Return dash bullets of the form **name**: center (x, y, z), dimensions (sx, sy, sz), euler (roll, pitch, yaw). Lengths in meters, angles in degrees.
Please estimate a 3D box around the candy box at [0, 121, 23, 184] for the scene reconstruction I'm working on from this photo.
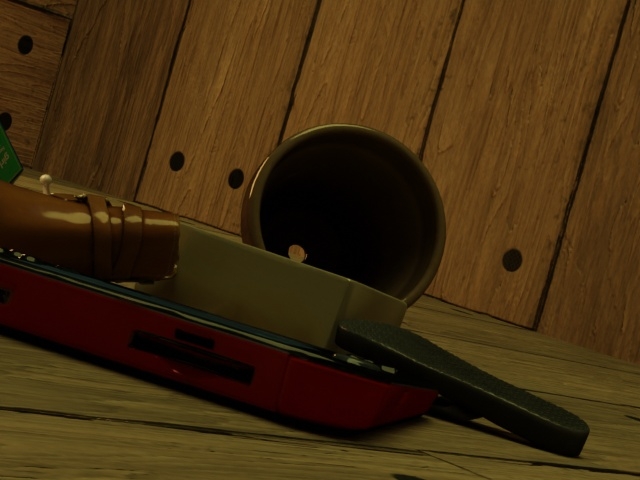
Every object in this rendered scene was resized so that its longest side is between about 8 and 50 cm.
- **candy box**: center (-0.556, -0.195, 2.336), dimensions (0.268, 0.122, 0.317), euler (16, -37, 35)

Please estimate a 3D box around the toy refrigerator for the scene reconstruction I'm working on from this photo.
- **toy refrigerator**: center (-0.055, 0.061, 1.851), dimensions (0.269, 0.094, 0.102), euler (18, -3, 40)

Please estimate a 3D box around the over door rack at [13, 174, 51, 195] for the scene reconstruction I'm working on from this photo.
- **over door rack**: center (-0.601, -0.135, 2.813), dimensions (0.324, 0.108, 0.239), euler (14, 2, -43)

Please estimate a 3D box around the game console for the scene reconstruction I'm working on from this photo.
- **game console**: center (-0.108, 0.073, 1.507), dimensions (0.386, 0.060, 0.342), euler (17, 2, 13)

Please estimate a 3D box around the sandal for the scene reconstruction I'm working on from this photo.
- **sandal**: center (0.119, 0.142, 1.677), dimensions (0.254, 0.054, 0.097), euler (26, 12, 17)

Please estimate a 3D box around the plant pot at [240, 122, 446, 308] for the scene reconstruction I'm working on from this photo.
- **plant pot**: center (0.000, 0.000, 2.384), dimensions (0.263, 0.263, 0.229), euler (15, -17, -17)

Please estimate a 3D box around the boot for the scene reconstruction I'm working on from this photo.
- **boot**: center (-0.244, -0.003, 1.742), dimensions (0.220, 0.109, 0.283), euler (6, -12, 0)
